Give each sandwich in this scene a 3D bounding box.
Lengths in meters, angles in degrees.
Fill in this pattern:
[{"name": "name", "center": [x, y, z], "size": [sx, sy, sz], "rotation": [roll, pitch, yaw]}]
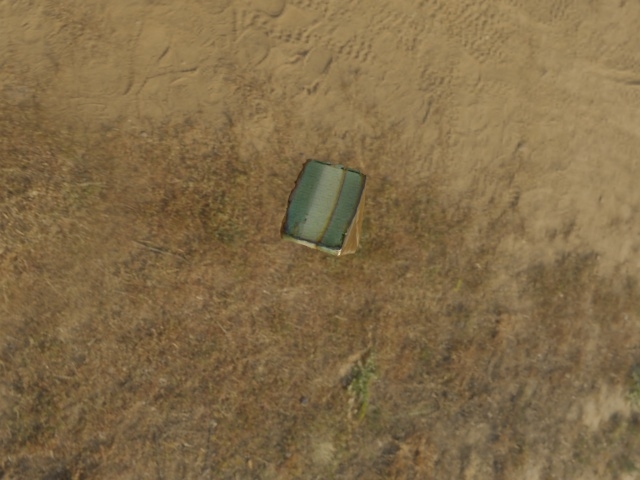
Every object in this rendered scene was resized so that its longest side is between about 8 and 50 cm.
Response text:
[{"name": "sandwich", "center": [0.000, 0.000, 0.768], "size": [0.163, 0.079, 0.113], "rotation": [95, 14, -57]}]
